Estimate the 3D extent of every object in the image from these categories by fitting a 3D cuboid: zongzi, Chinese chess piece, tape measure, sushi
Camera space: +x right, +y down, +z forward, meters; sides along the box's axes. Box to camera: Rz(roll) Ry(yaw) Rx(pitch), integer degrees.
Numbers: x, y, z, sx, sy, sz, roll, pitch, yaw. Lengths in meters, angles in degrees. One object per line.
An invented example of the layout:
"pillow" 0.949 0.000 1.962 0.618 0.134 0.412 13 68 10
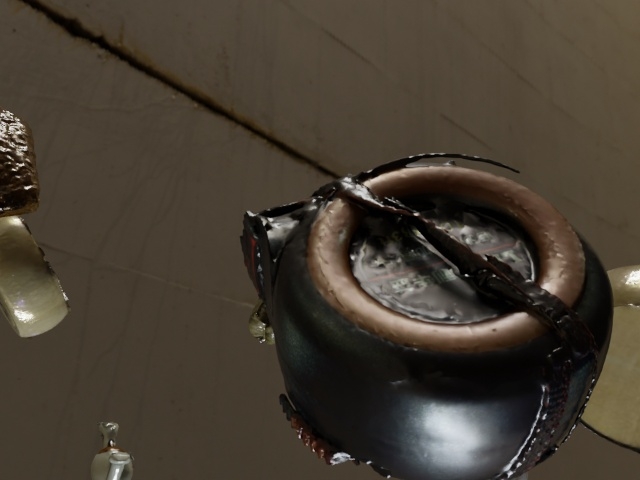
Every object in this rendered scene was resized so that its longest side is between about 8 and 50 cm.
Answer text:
"zongzi" -0.001 0.099 0.990 0.176 0.078 0.160 23 -126 4
"Chinese chess piece" 0.411 0.150 0.854 0.103 0.250 0.249 -46 -66 -46
"Chinese chess piece" -0.589 0.062 1.336 0.104 0.257 0.257 -31 -76 -28
"tape measure" 0.067 0.043 0.436 0.202 0.223 0.135 -15 -49 -17
"sushi" -0.487 -0.094 0.987 0.140 0.149 0.287 13 -140 -38

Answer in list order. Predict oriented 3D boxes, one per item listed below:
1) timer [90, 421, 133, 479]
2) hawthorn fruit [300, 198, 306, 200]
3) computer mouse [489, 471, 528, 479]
"timer" -0.300 0.397 0.936 0.175 0.175 0.265 9 -89 -49
"hawthorn fruit" 0.000 0.000 1.399 0.189 0.189 0.189 20 -117 -46
"computer mouse" 0.182 0.307 1.076 0.121 0.184 0.297 22 -164 -35
